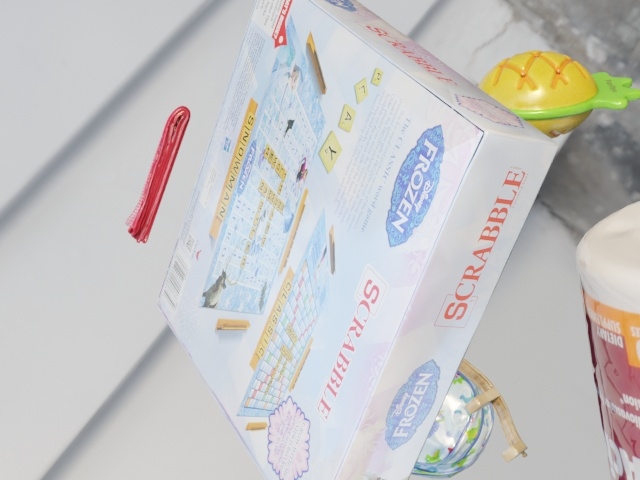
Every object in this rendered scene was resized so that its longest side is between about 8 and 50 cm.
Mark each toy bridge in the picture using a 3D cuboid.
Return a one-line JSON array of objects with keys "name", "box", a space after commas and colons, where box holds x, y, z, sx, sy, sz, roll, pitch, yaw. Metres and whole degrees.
[{"name": "toy bridge", "box": [0.225, 0.220, 1.577, 0.026, 0.063, 0.188, -47, 70, 32]}]

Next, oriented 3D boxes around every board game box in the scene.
[{"name": "board game box", "box": [0.000, 0.000, 0.846, 0.318, 0.065, 0.319, 49, 125, 49]}]

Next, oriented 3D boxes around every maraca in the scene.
[{"name": "maraca", "box": [0.263, -0.165, 1.290, 0.185, 0.127, 0.099, -4, 119, 2]}]

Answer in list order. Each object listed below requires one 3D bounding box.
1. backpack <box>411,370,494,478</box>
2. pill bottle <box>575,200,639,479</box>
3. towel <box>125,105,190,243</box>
[{"name": "backpack", "box": [0.162, 0.316, 2.221, 0.355, 0.290, 0.273, 34, 165, 2]}, {"name": "pill bottle", "box": [0.342, 0.169, 0.916, 0.224, 0.224, 0.392, 4, 114, 45]}, {"name": "towel", "box": [-0.239, -0.099, 1.666, 0.031, 0.199, 0.275, 20, 180, -11]}]
